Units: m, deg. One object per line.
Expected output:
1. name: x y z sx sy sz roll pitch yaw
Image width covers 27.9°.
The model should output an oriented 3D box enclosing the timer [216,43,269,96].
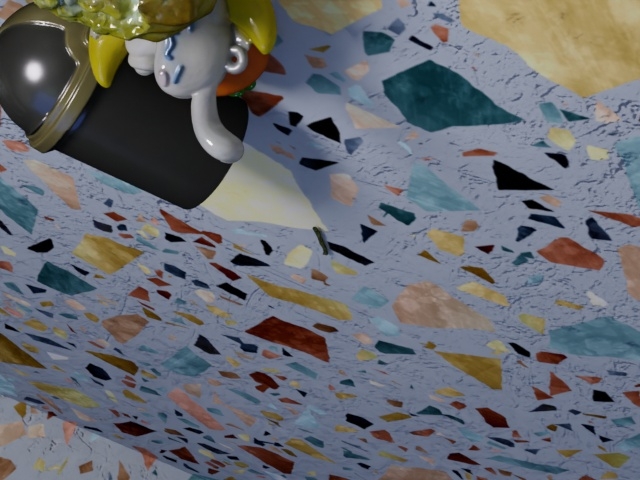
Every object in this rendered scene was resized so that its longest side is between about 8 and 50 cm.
1. timer: -0.122 -0.233 1.637 0.136 0.099 0.136 17 164 5

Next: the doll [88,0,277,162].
1. doll: -0.161 -0.244 1.514 0.237 0.252 0.111 22 -170 13

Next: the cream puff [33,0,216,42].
1. cream puff: -0.207 -0.347 1.378 0.282 0.185 0.281 -5 117 -9

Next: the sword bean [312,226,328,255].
1. sword bean: 0.000 0.000 2.069 0.012 0.012 0.083 10 152 21

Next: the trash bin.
1. trash bin: -0.280 -0.187 1.707 0.334 0.214 0.214 31 152 -26
